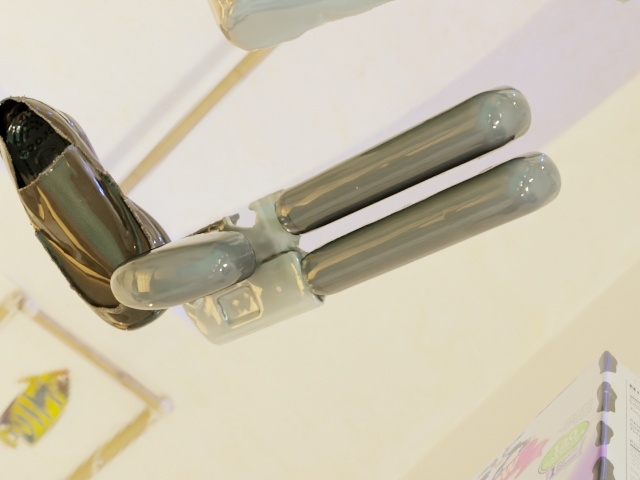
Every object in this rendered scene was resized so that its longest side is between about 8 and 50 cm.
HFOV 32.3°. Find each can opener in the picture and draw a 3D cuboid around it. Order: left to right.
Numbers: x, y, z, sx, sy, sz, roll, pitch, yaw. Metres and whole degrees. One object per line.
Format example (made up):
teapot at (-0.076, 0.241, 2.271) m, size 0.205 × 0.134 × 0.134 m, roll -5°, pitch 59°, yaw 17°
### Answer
can opener at (0.000, 0.000, 0.619) m, size 0.280 × 0.074 × 0.093 m, roll -23°, pitch -179°, yaw 36°

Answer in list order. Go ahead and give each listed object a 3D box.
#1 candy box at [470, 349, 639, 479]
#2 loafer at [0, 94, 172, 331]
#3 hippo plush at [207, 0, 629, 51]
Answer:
candy box at (0.075, 0.147, 0.413) m, size 0.165 × 0.070 × 0.196 m, roll -50°, pitch 177°, yaw 19°
loafer at (-0.183, -0.023, 0.800) m, size 0.080 × 0.078 × 0.220 m, roll -43°, pitch -118°, yaw 2°
hippo plush at (0.028, -0.269, 0.616) m, size 0.294 × 0.234 × 0.236 m, roll -10°, pitch -110°, yaw -1°
